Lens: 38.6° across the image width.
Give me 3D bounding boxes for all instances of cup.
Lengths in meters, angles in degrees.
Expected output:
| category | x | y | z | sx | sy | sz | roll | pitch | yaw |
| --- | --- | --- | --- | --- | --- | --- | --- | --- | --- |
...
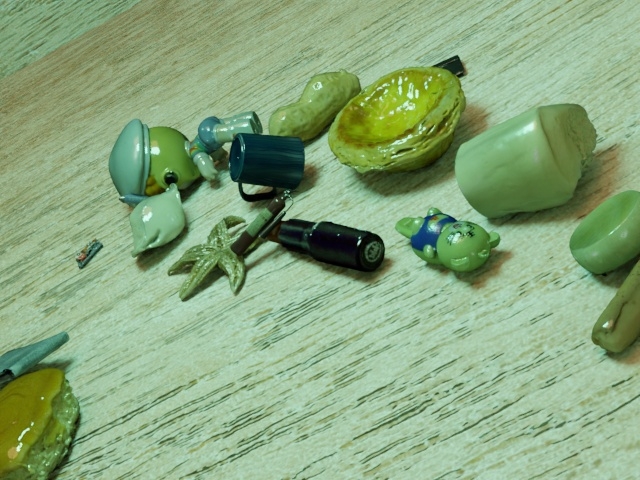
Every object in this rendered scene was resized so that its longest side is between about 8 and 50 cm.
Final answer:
| category | x | y | z | sx | sy | sz | roll | pitch | yaw |
| --- | --- | --- | --- | --- | --- | --- | --- | --- | --- |
| cup | -0.119 | -0.154 | 1.957 | 0.138 | 0.150 | 0.113 | 4 | 2 | -23 |

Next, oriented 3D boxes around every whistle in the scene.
| category | x | y | z | sx | sy | sz | roll | pitch | yaw |
| --- | --- | --- | --- | --- | --- | --- | --- | --- | --- |
| whistle | 0.211 | -0.005 | 1.579 | 0.105 | 0.085 | 0.227 | -33 | 32 | -22 |

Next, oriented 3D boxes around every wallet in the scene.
| category | x | y | z | sx | sy | sz | roll | pitch | yaw |
| --- | --- | --- | --- | --- | --- | --- | --- | --- | --- |
| wallet | -0.620 | 0.252 | 1.818 | 0.222 | 0.036 | 0.167 | -21 | 10 | 33 |

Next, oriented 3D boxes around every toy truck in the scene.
| category | x | y | z | sx | sy | sz | roll | pitch | yaw |
| --- | --- | --- | --- | --- | --- | --- | --- | --- | --- |
| toy truck | -0.546 | 0.031 | 2.145 | 0.032 | 0.024 | 0.083 | 27 | 55 | 18 |

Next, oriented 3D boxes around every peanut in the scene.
| category | x | y | z | sx | sy | sz | roll | pitch | yaw |
| --- | --- | --- | --- | --- | --- | --- | --- | --- | --- |
| peanut | -0.015 | -0.309 | 2.128 | 0.263 | 0.117 | 0.101 | -41 | 14 | -12 |

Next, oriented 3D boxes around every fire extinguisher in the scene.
| category | x | y | z | sx | sy | sz | roll | pitch | yaw |
| --- | --- | --- | --- | --- | --- | --- | --- | --- | --- |
| fire extinguisher | -0.109 | -0.035 | 1.798 | 0.173 | 0.035 | 0.049 | -48 | 24 | 6 |

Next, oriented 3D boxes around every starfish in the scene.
| category | x | y | z | sx | sy | sz | roll | pitch | yaw |
| --- | --- | --- | --- | --- | --- | --- | --- | --- | --- |
| starfish | -0.204 | 0.036 | 1.875 | 0.277 | 0.062 | 0.235 | -16 | 41 | 12 |

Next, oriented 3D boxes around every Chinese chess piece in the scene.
| category | x | y | z | sx | sy | sz | roll | pitch | yaw |
| --- | --- | --- | --- | --- | --- | --- | --- | --- | --- |
| Chinese chess piece | 0.449 | -0.012 | 1.393 | 0.144 | 0.058 | 0.144 | -42 | 9 | 9 |

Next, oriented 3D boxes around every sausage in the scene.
| category | x | y | z | sx | sy | sz | roll | pitch | yaw |
| --- | --- | --- | --- | --- | --- | --- | --- | --- | --- |
| sausage | 0.484 | 0.046 | 1.332 | 0.066 | 0.065 | 0.301 | 11 | 52 | 44 |

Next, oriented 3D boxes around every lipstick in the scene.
| category | x | y | z | sx | sy | sz | roll | pitch | yaw |
| --- | --- | --- | --- | --- | --- | --- | --- | --- | --- |
| lipstick | 0.000 | 0.000 | 1.733 | 0.081 | 0.081 | 0.300 | -46 | 35 | -23 |

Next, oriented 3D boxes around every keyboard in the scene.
| category | x | y | z | sx | sy | sz | roll | pitch | yaw |
| --- | --- | --- | --- | --- | --- | --- | --- | --- | --- |
| keyboard | 0.218 | -0.356 | 2.097 | 0.231 | 0.023 | 0.072 | -21 | 41 | 12 |

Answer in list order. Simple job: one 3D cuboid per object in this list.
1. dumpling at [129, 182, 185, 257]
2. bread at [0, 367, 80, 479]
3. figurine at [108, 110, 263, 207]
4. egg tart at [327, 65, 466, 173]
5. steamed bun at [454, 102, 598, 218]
| category | x | y | z | sx | sy | sz | roll | pitch | yaw |
| --- | --- | --- | --- | --- | --- | --- | --- | --- | --- |
| dumpling | -0.376 | -0.034 | 2.045 | 0.181 | 0.111 | 0.155 | -35 | -2 | -31 |
| bread | -0.534 | 0.345 | 1.636 | 0.174 | 0.121 | 0.245 | -13 | 39 | 22 |
| figurine | -0.328 | -0.229 | 2.174 | 0.382 | 0.205 | 0.224 | -26 | 25 | 1 |
| egg tart | 0.168 | -0.227 | 1.869 | 0.319 | 0.128 | 0.319 | -21 | 35 | 16 |
| steamed bun | 0.354 | -0.127 | 1.596 | 0.226 | 0.170 | 0.200 | -22 | -1 | 40 |
